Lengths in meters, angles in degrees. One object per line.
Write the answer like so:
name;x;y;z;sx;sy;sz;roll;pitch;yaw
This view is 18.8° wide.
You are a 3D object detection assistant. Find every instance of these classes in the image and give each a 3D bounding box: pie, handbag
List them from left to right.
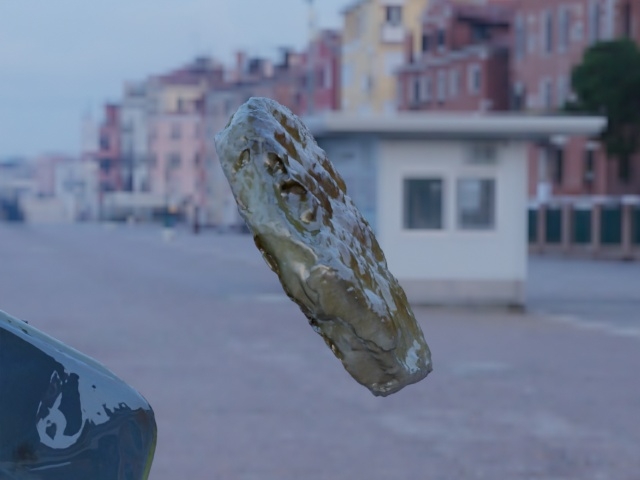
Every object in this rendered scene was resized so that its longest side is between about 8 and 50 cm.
handbag;-0.267;0.161;1.214;0.241;0.222;0.263;-16;-32;39
pie;0.000;0.000;1.113;0.046;0.195;0.195;-32;-4;8
